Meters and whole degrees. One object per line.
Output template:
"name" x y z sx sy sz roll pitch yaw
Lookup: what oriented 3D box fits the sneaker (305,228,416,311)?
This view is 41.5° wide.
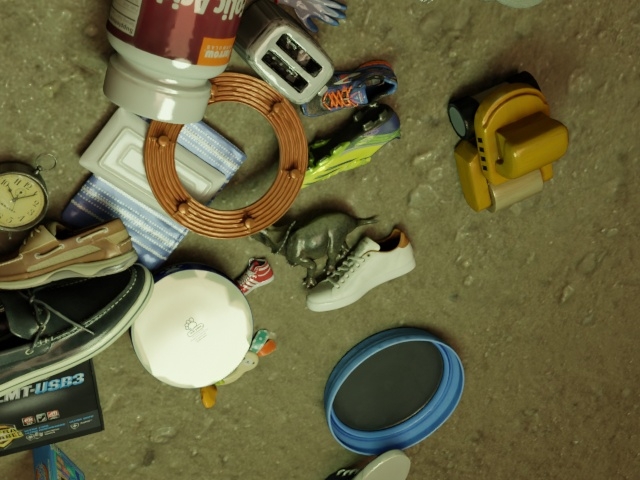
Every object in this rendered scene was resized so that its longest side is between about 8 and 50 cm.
"sneaker" 0.082 0.059 1.983 0.290 0.106 0.123 -28 120 -17

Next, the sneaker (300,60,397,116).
"sneaker" 0.061 -0.311 1.748 0.221 0.087 0.083 -24 125 -8

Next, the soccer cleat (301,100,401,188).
"soccer cleat" 0.050 -0.182 1.821 0.289 0.093 0.121 -34 133 0

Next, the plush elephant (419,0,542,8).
"plush elephant" 0.325 -0.571 1.579 0.330 0.271 0.255 -21 172 8

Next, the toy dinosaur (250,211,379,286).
"toy dinosaur" 0.000 0.000 1.894 0.314 0.121 0.160 -13 137 -10

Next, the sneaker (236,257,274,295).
"sneaker" -0.166 0.083 1.921 0.118 0.042 0.067 -27 130 -15

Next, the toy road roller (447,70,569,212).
"toy road roller" 0.434 -0.193 1.881 0.203 0.240 0.329 -24 126 -7

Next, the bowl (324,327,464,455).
"bowl" 0.193 0.399 2.243 0.391 0.077 0.391 -10 123 -16

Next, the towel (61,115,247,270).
"towel" -0.340 -0.114 1.739 0.243 0.040 0.336 35 101 -32

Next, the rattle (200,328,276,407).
"rattle" -0.191 0.298 1.987 0.200 0.143 0.130 -9 104 -10

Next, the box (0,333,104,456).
"box" -0.643 0.328 1.854 0.296 0.073 0.293 -10 124 -18

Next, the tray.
"tray" -0.329 -0.137 1.690 0.270 0.030 0.145 34 100 -31

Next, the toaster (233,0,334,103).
"toaster" -0.076 -0.364 1.621 0.129 0.146 0.227 -46 125 8

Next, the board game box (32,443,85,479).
"board game box" -0.593 0.578 1.940 0.047 0.210 0.160 -30 126 -3

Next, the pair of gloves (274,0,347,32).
"pair of gloves" 0.001 -0.506 1.644 0.159 0.023 0.198 11 114 -27

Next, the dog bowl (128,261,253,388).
"dog bowl" -0.281 0.183 1.834 0.265 0.104 0.264 -2 96 -15

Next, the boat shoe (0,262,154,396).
"boat shoe" -0.568 0.168 1.674 0.500 0.187 0.156 -26 129 -13

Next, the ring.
"ring" -0.182 -0.167 1.686 0.337 0.032 0.336 -4 101 -21

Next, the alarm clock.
"alarm clock" -0.579 -0.098 1.624 0.192 0.064 0.129 -42 126 9

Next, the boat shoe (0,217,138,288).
"boat shoe" -0.530 0.018 1.678 0.324 0.123 0.116 -10 105 -1

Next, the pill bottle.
"pill bottle" -0.244 -0.419 1.469 0.224 0.224 0.392 7 116 -26

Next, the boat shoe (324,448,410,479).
"boat shoe" 0.098 0.663 2.313 0.127 0.158 0.340 35 103 -29
